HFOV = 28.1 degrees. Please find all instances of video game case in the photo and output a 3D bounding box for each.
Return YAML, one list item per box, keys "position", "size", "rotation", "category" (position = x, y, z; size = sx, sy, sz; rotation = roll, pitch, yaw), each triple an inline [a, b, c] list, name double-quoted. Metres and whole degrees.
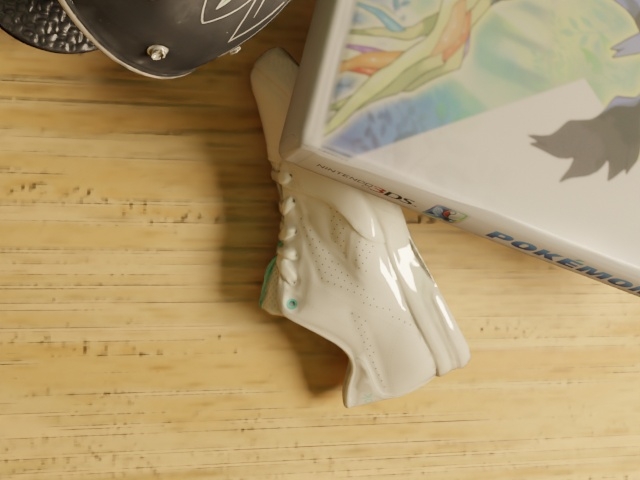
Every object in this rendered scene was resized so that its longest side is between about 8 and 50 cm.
- position: [0.151, -0.147, 0.719]
  size: [0.300, 0.036, 0.329]
  rotation: [20, 72, -20]
  category: "video game case"

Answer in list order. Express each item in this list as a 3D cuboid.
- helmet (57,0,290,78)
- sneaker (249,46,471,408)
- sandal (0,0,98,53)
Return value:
- position: [-0.072, -0.160, 0.553]
  size: [0.169, 0.162, 0.169]
  rotation: [-26, 127, -41]
  category: "helmet"
- position: [0.000, 0.000, 0.709]
  size: [0.094, 0.080, 0.212]
  rotation: [-28, 103, 2]
  category: "sneaker"
- position: [-0.100, -0.154, 0.679]
  size: [0.179, 0.040, 0.067]
  rotation: [-40, 112, -27]
  category: "sandal"
